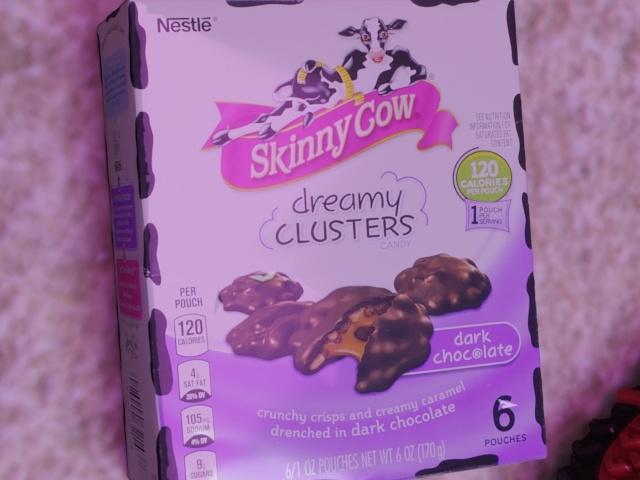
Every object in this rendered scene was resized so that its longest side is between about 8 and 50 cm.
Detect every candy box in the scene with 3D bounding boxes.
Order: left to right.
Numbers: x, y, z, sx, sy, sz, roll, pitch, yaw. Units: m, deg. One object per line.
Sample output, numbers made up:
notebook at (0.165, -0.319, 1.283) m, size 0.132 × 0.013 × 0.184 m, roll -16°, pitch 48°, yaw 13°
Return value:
candy box at (0.000, 0.000, 0.511) m, size 0.165 × 0.070 × 0.196 m, roll -5°, pitch 91°, yaw -19°

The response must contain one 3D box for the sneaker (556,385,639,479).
sneaker at (0.223, 0.088, 0.592) m, size 0.262 × 0.104 × 0.125 m, roll -40°, pitch 119°, yaw -12°
